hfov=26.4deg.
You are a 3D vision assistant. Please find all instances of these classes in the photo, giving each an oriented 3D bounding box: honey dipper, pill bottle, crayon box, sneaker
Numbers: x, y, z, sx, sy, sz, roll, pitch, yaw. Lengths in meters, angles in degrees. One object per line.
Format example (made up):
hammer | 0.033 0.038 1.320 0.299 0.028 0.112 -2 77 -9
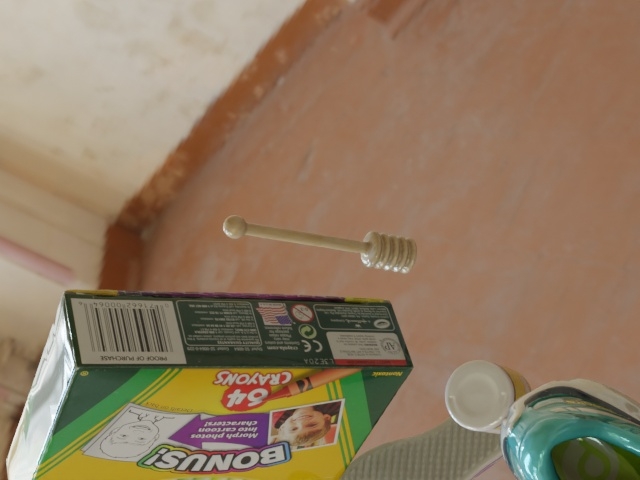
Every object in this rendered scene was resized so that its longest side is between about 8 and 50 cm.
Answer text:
honey dipper | 0.000 0.000 1.062 0.030 0.160 0.030 -32 53 57
pill bottle | 0.162 0.148 1.272 0.065 0.116 0.065 -4 78 22
crayon box | -0.128 0.191 1.472 0.313 0.363 0.106 117 146 -42
sneaker | 0.223 0.178 0.778 0.107 0.275 0.110 -62 -6 3
sneaker | 0.136 0.288 1.698 0.282 0.102 0.161 -26 -15 -10
